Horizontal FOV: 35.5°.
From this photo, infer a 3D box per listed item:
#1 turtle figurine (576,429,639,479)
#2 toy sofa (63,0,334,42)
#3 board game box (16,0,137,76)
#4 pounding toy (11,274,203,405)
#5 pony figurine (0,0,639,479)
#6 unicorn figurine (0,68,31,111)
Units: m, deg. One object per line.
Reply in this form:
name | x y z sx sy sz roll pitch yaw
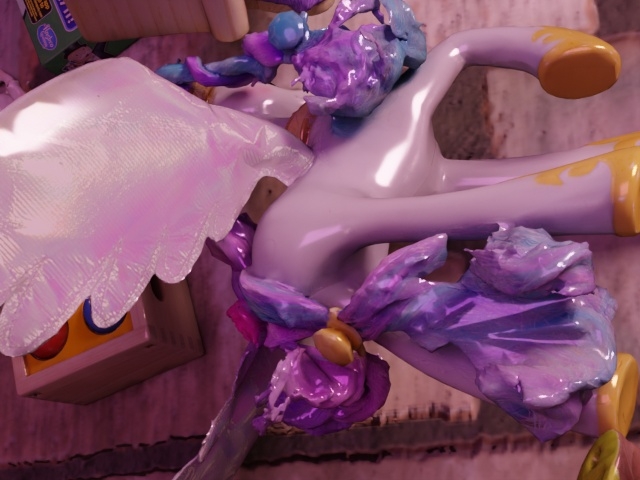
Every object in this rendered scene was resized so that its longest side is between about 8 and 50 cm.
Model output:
turtle figurine | 0.221 0.142 0.392 0.217 0.269 0.087 35 71 -1
toy sofa | -0.089 -0.324 0.682 0.177 0.150 0.362 -4 66 4
board game box | -0.185 -0.314 0.832 0.213 0.046 0.317 -33 65 14
pounding toy | -0.176 0.031 0.704 0.130 0.100 0.141 -24 67 17
pony figurine | 0.000 0.000 0.567 0.364 0.302 0.351 7 48 29
unicorn figurine | -0.276 -0.097 0.815 0.162 0.060 0.111 -51 62 23
